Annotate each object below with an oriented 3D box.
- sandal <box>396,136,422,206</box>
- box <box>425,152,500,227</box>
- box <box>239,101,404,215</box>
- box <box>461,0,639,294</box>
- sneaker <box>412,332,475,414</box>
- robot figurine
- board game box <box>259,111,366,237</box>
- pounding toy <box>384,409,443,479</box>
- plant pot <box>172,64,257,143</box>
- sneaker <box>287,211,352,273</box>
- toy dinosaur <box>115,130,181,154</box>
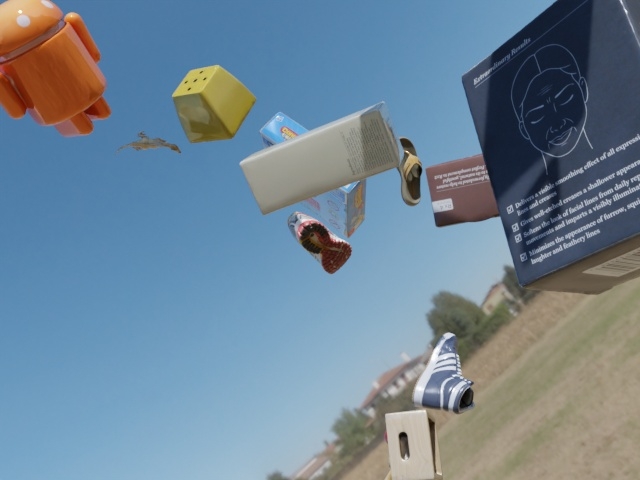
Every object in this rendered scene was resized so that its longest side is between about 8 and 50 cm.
[{"bbox_3d":[0.231,-0.177,1.642,0.072,0.180,0.049,-12,4,-29],"label":"sandal"},{"bbox_3d":[0.395,-0.130,1.452,0.191,0.143,0.381,-10,5,30],"label":"box"},{"bbox_3d":[0.004,-0.147,1.165,0.274,0.113,0.094,-17,16,20],"label":"box"},{"bbox_3d":[0.429,-0.152,0.989,0.211,0.396,0.293,6,-26,-34],"label":"box"},{"bbox_3d":[0.376,0.376,1.810,0.282,0.153,0.099,-48,-44,-45],"label":"sneaker"},{"bbox_3d":[-0.403,-0.256,0.943,0.158,0.128,0.220,-31,-56,-5],"label":"robot figurine"},{"bbox_3d":[-0.015,-0.178,1.834,0.086,0.308,0.302,-49,-16,-16],"label":"board game box"},{"bbox_3d":[0.145,0.368,1.093,0.100,0.141,0.130,-10,-24,15],"label":"pounding toy"},{"bbox_3d":[-0.389,-0.486,2.257,0.187,0.212,0.212,55,-132,-41],"label":"plant pot"},{"bbox_3d":[0.000,0.000,1.533,0.088,0.092,0.225,-45,-41,-3],"label":"sneaker"},{"bbox_3d":[-0.460,-0.256,1.697,0.183,0.092,0.053,-6,-72,-35],"label":"toy dinosaur"}]
